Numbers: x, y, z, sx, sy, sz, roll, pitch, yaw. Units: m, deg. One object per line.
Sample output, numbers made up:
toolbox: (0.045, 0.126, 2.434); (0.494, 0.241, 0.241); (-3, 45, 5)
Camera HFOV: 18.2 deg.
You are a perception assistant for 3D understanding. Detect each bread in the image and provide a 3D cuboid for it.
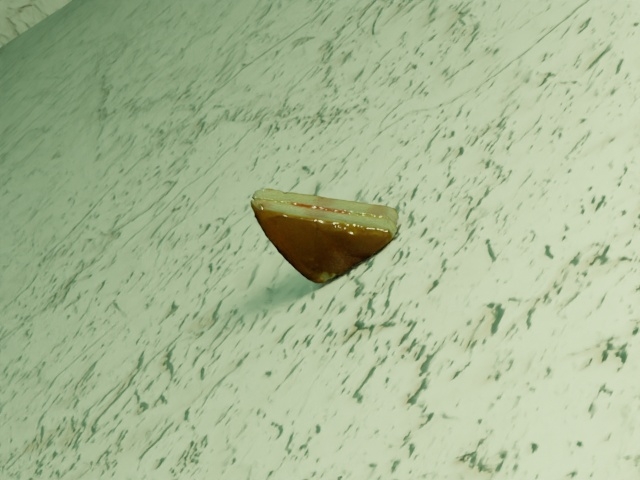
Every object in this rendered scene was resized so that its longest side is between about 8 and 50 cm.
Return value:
bread: (0.000, 0.000, 1.449); (0.043, 0.109, 0.062); (-67, -13, -61)
